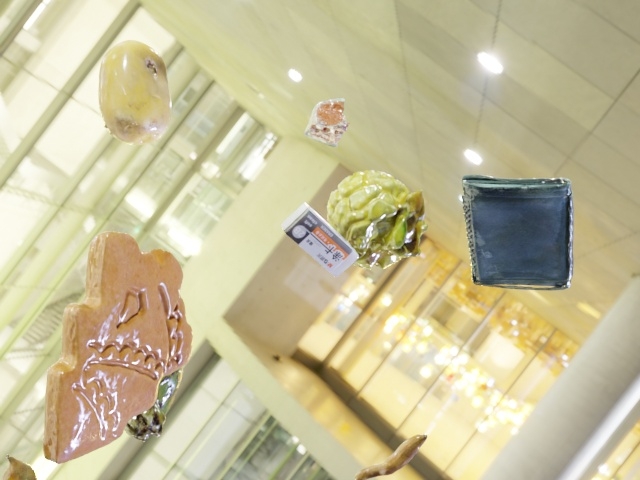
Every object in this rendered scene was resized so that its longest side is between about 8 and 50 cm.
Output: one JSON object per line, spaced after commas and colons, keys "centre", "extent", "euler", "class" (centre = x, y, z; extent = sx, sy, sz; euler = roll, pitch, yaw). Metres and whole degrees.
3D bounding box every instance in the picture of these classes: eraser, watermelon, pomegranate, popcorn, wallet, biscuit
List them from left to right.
{"centre": [-0.258, 0.148, 1.032], "extent": [0.043, 0.306, 0.284], "euler": [10, 147, 23], "class": "biscuit"}
{"centre": [-0.333, 0.258, 1.407], "extent": [0.202, 0.202, 0.248], "euler": [37, -173, -41], "class": "pomegranate"}
{"centre": [0.000, 0.000, 1.190], "extent": [0.122, 0.052, 0.029], "euler": [43, -170, -29], "class": "eraser"}
{"centre": [0.016, -0.292, 2.096], "extent": [0.098, 0.121, 0.158], "euler": [6, -146, -12], "class": "watermelon"}
{"centre": [0.134, -0.050, 1.978], "extent": [0.258, 0.270, 0.224], "euler": [15, -129, -22], "class": "popcorn"}
{"centre": [0.451, -0.019, 1.812], "extent": [0.237, 0.075, 0.342], "euler": [3, 138, 21], "class": "wallet"}

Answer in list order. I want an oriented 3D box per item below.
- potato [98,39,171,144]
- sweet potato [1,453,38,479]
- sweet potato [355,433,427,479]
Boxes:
{"centre": [-0.399, -0.315, 1.701], "extent": [0.150, 0.146, 0.233], "euler": [73, -173, -70], "class": "potato"}
{"centre": [-0.461, 0.420, 1.222], "extent": [0.068, 0.226, 0.068], "euler": [11, -165, -3], "class": "sweet potato"}
{"centre": [0.146, 0.438, 1.589], "extent": [0.044, 0.179, 0.044], "euler": [45, -163, -18], "class": "sweet potato"}
